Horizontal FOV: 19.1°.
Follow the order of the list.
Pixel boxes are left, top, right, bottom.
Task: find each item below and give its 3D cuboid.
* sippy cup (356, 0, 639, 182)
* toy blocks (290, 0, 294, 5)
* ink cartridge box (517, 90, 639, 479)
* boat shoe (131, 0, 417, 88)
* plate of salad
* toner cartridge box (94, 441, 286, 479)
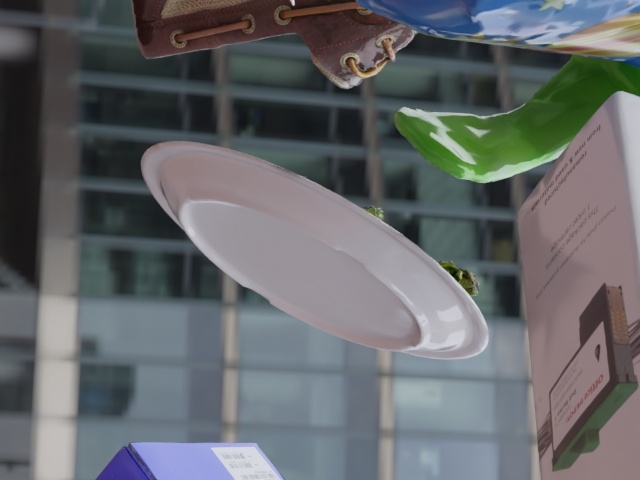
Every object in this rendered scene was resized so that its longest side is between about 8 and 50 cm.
[{"bbox_3d":[0.120,-0.178,0.841,0.240,0.224,0.305,2,-82,51],"label":"sippy cup"},{"bbox_3d":[-0.144,-0.218,0.671,0.309,0.260,0.288,-48,131,-47],"label":"toy blocks"},{"bbox_3d":[0.173,0.067,0.755,0.092,0.160,0.219,124,-26,-44],"label":"ink cartridge box"},{"bbox_3d":[0.022,-0.172,1.373,0.123,0.342,0.123,-50,140,-71],"label":"boat shoe"},{"bbox_3d":[0.000,0.000,0.970,0.048,0.200,0.200,-61,-172,-19],"label":"plate of salad"},{"bbox_3d":[-0.173,0.294,1.383,0.348,0.165,0.075,-51,-119,18],"label":"toner cartridge box"}]
